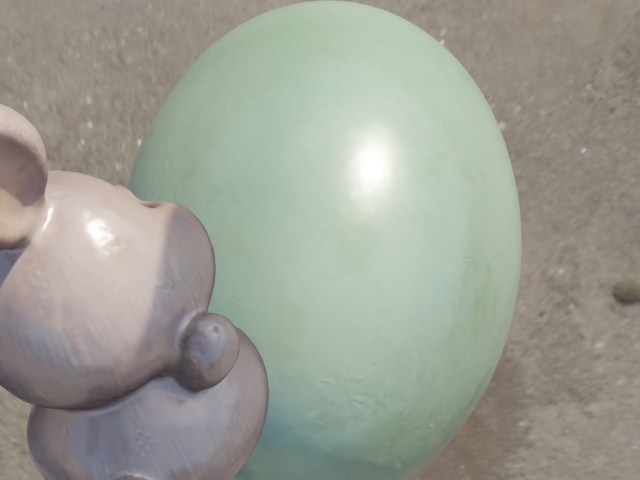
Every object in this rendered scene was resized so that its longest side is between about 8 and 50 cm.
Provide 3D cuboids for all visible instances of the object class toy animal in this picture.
[{"bbox_3d":[-0.092,0.013,0.475,0.124,0.124,0.212,-28,127,-12],"label":"toy animal"}]

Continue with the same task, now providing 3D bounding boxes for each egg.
[{"bbox_3d":[0.000,0.000,0.850,0.276,0.276,0.389,6,51,-6],"label":"egg"}]
